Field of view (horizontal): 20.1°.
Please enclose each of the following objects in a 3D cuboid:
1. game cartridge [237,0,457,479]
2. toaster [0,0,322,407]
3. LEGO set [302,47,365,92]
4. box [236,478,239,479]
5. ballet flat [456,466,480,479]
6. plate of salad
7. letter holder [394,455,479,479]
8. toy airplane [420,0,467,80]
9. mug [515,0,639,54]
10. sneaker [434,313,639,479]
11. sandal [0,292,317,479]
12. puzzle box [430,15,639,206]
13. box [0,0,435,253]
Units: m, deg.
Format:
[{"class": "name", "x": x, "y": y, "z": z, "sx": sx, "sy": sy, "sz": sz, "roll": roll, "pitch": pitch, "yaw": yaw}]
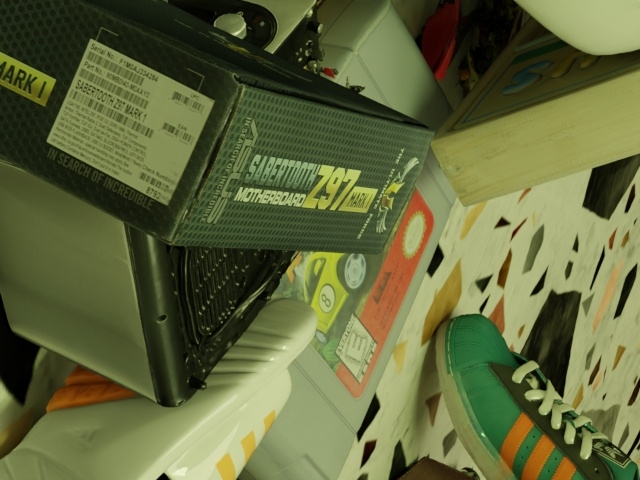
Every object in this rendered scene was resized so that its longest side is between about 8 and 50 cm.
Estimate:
[{"class": "game cartridge", "x": 0.000, "y": 0.000, "z": 1.121, "sx": 0.196, "sy": 0.060, "sz": 0.294, "roll": 50, "pitch": 57, "yaw": -48}, {"class": "toaster", "x": -0.073, "y": -0.026, "z": 0.901, "sx": 0.168, "sy": 0.110, "sz": 0.185, "roll": -53, "pitch": 154, "yaw": -34}, {"class": "LEGO set", "x": 0.001, "y": -0.060, "z": 0.874, "sx": 0.054, "sy": 0.023, "sz": 0.083, "roll": -56, "pitch": 142, "yaw": -37}, {"class": "box", "x": -0.051, "y": 0.165, "z": 1.230, "sx": 0.233, "sy": 0.044, "sz": 0.159, "roll": -61, "pitch": 157, "yaw": -19}, {"class": "ballet flat", "x": 0.126, "y": 0.247, "z": 1.768, "sx": 0.114, "sy": 0.041, "sz": 0.041, "roll": -23, "pitch": 130, "yaw": -63}, {"class": "plate of salad", "x": 0.129, "y": -0.138, "z": 1.358, "sx": 0.200, "sy": 0.048, "sz": 0.200, "roll": -169, "pitch": -90, "yaw": -88}, {"class": "letter holder", "x": 0.105, "y": 0.335, "z": 1.538, "sx": 0.302, "sy": 0.214, "sz": 0.152, "roll": -26, "pitch": 134, "yaw": -60}, {"class": "toy airplane", "x": 0.080, "y": -0.118, "z": 1.302, "sx": 0.151, "sy": 0.028, "sz": 0.151, "roll": 14, "pitch": 90, "yaw": -83}, {"class": "mug", "x": 0.236, "y": -0.268, "z": 1.020, "sx": 0.328, "sy": 0.276, "sz": 0.374, "roll": -43, "pitch": 161, "yaw": 19}, {"class": "sneaker", "x": 0.210, "y": 0.187, "z": 1.571, "sx": 0.121, "sy": 0.302, "sz": 0.108, "roll": -29, "pitch": 175, "yaw": 26}, {"class": "sandal", "x": -0.100, "y": 0.117, "z": 0.928, "sx": 0.265, "sy": 0.102, "sz": 0.076, "roll": -42, "pitch": 133, "yaw": -37}, {"class": "puzzle box", "x": 0.286, "y": -0.155, "z": 1.106, "sx": 0.052, "sy": 0.409, "sz": 0.272, "roll": 60, "pitch": 37, "yaw": -17}, {"class": "box", "x": -0.094, "y": -0.068, "z": 0.638, "sx": 0.059, "sy": 0.233, "sz": 0.183, "roll": -65, "pitch": 160, "yaw": 8}]
